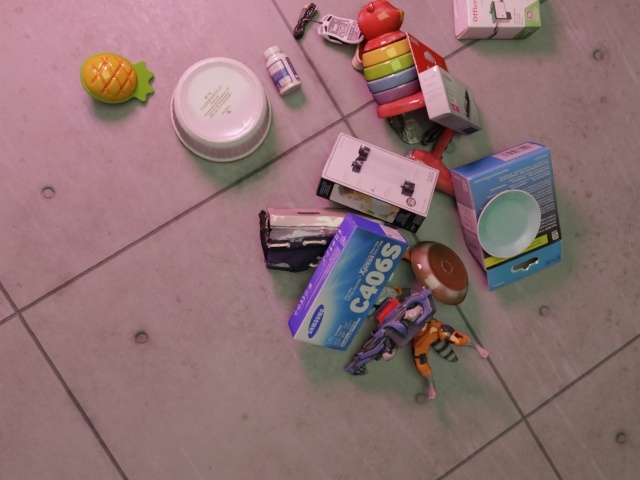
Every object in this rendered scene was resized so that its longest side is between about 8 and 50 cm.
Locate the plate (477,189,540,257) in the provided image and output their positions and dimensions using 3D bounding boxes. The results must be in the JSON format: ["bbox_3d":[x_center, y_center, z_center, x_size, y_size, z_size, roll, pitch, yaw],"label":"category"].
[{"bbox_3d":[0.496,-0.045,1.557,0.188,0.024,0.188,-5,109,-14],"label":"plate"}]

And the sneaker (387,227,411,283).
[{"bbox_3d":[0.122,0.083,1.581,0.290,0.106,0.123,-29,90,-10],"label":"sneaker"}]

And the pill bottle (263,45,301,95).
[{"bbox_3d":[-0.106,-0.459,1.583,0.067,0.067,0.120,-28,93,-8],"label":"pill bottle"}]

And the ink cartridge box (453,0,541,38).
[{"bbox_3d":[0.498,-0.664,1.668,0.219,0.092,0.161,-4,88,-9],"label":"ink cartridge box"}]

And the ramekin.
[{"bbox_3d":[-0.258,-0.346,1.527,0.272,0.127,0.273,0,89,-9],"label":"ramekin"}]

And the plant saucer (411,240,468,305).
[{"bbox_3d":[0.334,0.079,1.590,0.198,0.036,0.199,21,48,-25],"label":"plant saucer"}]

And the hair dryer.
[{"bbox_3d":[0.330,-0.254,1.637,0.223,0.080,0.294,-18,92,-10],"label":"hair dryer"}]

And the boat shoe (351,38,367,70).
[{"bbox_3d":[0.137,-0.557,1.627,0.062,0.059,0.170,18,86,-8],"label":"boat shoe"}]

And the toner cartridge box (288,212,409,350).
[{"bbox_3d":[0.066,0.114,1.495,0.165,0.075,0.348,18,112,-25],"label":"toner cartridge box"}]

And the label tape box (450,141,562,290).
[{"bbox_3d":[0.522,-0.067,1.632,0.249,0.115,0.348,-21,114,-9],"label":"label tape box"}]

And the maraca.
[{"bbox_3d":[-0.519,-0.415,1.509,0.185,0.099,0.127,-3,100,-33],"label":"maraca"}]

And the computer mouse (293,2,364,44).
[{"bbox_3d":[0.029,-0.579,1.613,0.192,0.042,0.106,20,80,5],"label":"computer mouse"}]

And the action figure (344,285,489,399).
[{"bbox_3d":[0.231,0.264,1.593,0.341,0.178,0.330,-41,92,25],"label":"action figure"}]

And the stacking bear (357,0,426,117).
[{"bbox_3d":[0.185,-0.487,1.551,0.164,0.175,0.289,-14,107,20],"label":"stacking bear"}]

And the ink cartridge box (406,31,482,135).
[{"bbox_3d":[0.332,-0.414,1.548,0.060,0.275,0.239,-17,82,31],"label":"ink cartridge box"}]

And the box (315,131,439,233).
[{"bbox_3d":[0.150,-0.154,1.553,0.289,0.087,0.169,21,58,0],"label":"box"}]

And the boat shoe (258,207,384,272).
[{"bbox_3d":[0.000,0.000,1.574,0.340,0.127,0.158,2,107,-10],"label":"boat shoe"}]
